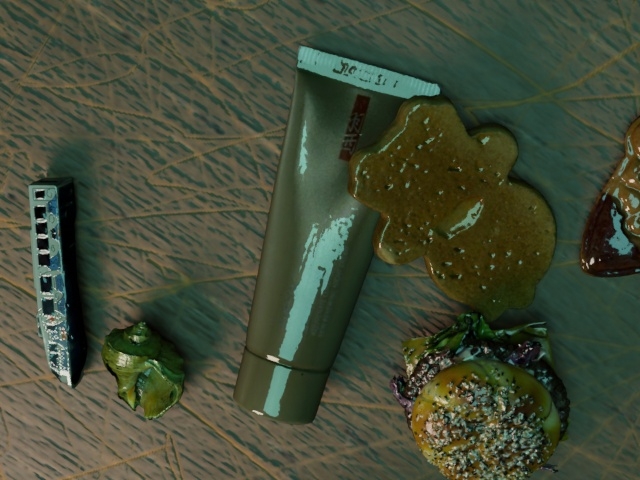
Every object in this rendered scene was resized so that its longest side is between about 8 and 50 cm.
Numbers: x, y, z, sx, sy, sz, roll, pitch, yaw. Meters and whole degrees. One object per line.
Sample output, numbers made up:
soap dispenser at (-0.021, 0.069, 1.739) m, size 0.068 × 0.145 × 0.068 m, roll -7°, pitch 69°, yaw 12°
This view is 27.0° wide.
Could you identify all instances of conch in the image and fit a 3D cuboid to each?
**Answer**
conch at (-0.170, 0.128, 1.299) m, size 0.089 × 0.074 × 0.121 m, roll 33°, pitch 132°, yaw 34°

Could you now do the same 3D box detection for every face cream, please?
face cream at (0.000, 0.000, 1.251) m, size 0.137 × 0.084 × 0.341 m, roll 17°, pitch 97°, yaw 5°

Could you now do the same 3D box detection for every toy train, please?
toy train at (-0.256, 0.044, 1.308) m, size 0.047 × 0.043 × 0.207 m, roll 0°, pitch 103°, yaw 10°

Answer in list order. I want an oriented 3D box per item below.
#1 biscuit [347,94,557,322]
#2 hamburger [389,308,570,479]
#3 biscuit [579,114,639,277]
biscuit at (0.129, -0.027, 1.224) m, size 0.225 × 0.036 × 0.166 m, roll 41°, pitch 96°, yaw -19°
hamburger at (0.151, 0.156, 1.240) m, size 0.164 × 0.093 × 0.189 m, roll -19°, pitch 112°, yaw 17°
biscuit at (0.347, -0.061, 1.208) m, size 0.280 × 0.043 × 0.183 m, roll -38°, pitch 92°, yaw 11°
